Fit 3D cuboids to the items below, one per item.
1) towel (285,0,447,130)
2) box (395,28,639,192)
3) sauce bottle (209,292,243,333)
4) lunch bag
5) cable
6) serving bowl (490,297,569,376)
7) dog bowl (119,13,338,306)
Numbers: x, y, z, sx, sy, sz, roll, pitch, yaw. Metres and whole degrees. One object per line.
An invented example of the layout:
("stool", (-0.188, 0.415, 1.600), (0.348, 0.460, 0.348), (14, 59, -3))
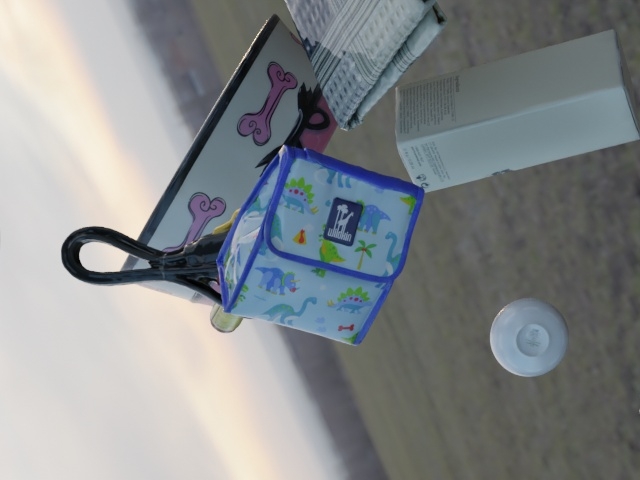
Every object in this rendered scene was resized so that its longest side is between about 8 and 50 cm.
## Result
("towel", (0.028, -0.324, 1.899), (0.312, 0.056, 0.324), (68, 158, 13))
("box", (0.230, -0.151, 1.974), (0.113, 0.275, 0.094), (-87, -22, -44))
("sauce bottle", (-0.101, 0.071, 2.030), (0.042, 0.042, 0.128), (65, 152, 17))
("lunch bag", (0.000, 0.000, 1.383), (0.096, 0.129, 0.151), (-105, 36, -54))
("cable", (-0.140, 0.031, 1.848), (0.072, 0.287, 0.139), (16, -115, -74))
("serving bowl", (0.220, 0.103, 1.749), (0.027, 0.083, 0.083), (-99, -15, -87))
("dog bowl", (-0.105, -0.089, 2.226), (0.150, 0.408, 0.408), (31, 180, -4))
